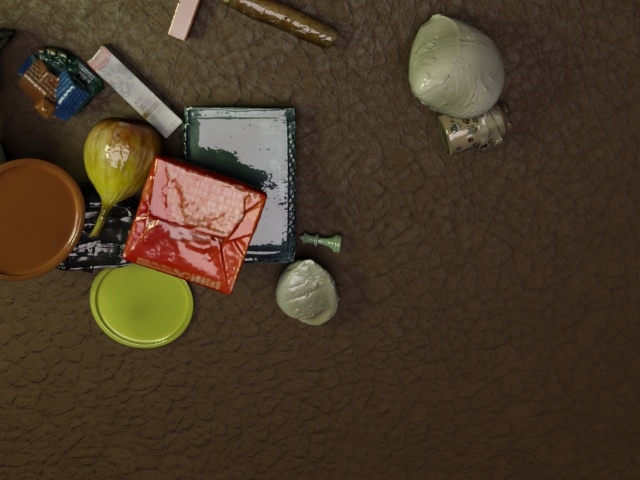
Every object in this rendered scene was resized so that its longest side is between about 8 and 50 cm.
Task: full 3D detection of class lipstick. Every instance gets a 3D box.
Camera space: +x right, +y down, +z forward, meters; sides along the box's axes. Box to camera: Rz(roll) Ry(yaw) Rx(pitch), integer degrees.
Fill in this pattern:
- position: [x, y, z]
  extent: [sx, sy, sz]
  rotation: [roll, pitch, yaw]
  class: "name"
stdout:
- position: [-0.259, -0.471, 1.616]
  extent: [0.045, 0.045, 0.145]
  rotation: [21, 109, -12]
  class: "lipstick"

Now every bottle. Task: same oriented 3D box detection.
- position: [0.327, -0.239, 1.702]
  extent: [0.152, 0.099, 0.099]
  rotation: [-17, 111, 1]
  class: "bottle"

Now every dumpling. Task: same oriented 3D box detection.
- position: [-0.026, 0.113, 1.828]
  extent: [0.150, 0.092, 0.176]
  rotation: [20, 109, -8]
  class: "dumpling"

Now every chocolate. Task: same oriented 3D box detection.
- position: [-0.253, -0.039, 1.671]
  extent: [0.237, 0.108, 0.234]
  rotation: [18, 106, -8]
  class: "chocolate"

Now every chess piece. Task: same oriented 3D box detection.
- position: [0.000, 0.000, 1.815]
  extent: [0.093, 0.042, 0.042]
  rotation: [11, 111, -1]
  class: "chess piece"

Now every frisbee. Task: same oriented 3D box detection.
- position: [-0.407, 0.141, 1.869]
  extent: [0.236, 0.017, 0.236]
  rotation: [-1, 112, -2]
  class: "frisbee"
- position: [-0.574, -0.039, 1.585]
  extent: [0.251, 0.021, 0.250]
  rotation: [-20, 123, -35]
  class: "frisbee"

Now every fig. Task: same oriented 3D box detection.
- position: [-0.419, -0.126, 1.663]
  extent: [0.159, 0.159, 0.257]
  rotation: [20, 88, -9]
  class: "fig"

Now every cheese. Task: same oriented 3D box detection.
- position: [0.273, -0.337, 1.616]
  extent: [0.189, 0.198, 0.154]
  rotation: [31, 143, -28]
  class: "cheese"

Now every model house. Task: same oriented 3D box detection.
- position: [-0.526, -0.304, 1.619]
  extent: [0.119, 0.148, 0.148]
  rotation: [-41, 109, 12]
  class: "model house"

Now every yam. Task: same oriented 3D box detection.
- position: [-0.081, -0.445, 1.628]
  extent: [0.241, 0.057, 0.056]
  rotation: [23, 109, -10]
  class: "yam"

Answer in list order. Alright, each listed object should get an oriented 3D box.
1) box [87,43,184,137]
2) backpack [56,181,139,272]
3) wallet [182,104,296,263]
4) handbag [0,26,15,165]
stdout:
- position: [-0.376, -0.307, 1.681]
  extent: [0.055, 0.039, 0.218]
  rotation: [-42, 107, 15]
  class: "box"
- position: [-0.489, -0.023, 1.751]
  extent: [0.258, 0.133, 0.206]
  rotation: [2, 115, -10]
  class: "backpack"
- position: [-0.169, -0.118, 1.737]
  extent: [0.237, 0.075, 0.342]
  rotation: [-2, 109, -5]
  class: "wallet"
- position: [-0.701, -0.209, 1.568]
  extent: [0.180, 0.316, 0.416]
  rotation: [12, 114, 8]
  class: "handbag"
